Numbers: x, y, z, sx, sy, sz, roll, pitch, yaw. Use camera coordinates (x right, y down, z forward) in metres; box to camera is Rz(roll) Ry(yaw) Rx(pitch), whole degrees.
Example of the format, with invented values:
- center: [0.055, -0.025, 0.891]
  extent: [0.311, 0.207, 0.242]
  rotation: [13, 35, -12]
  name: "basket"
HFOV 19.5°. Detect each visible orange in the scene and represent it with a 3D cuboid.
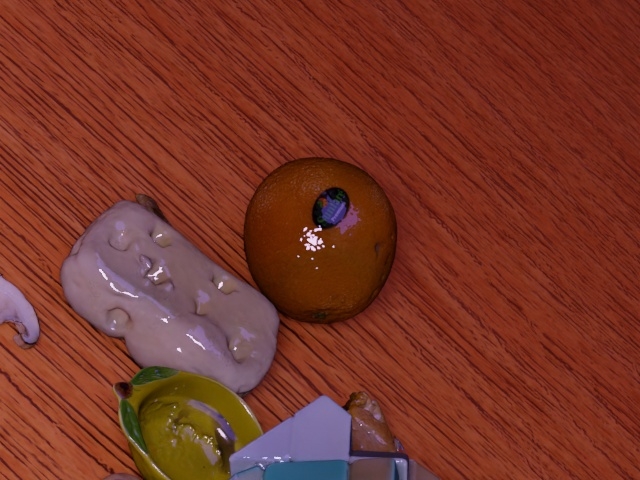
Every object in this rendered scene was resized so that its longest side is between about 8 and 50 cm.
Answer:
- center: [0.000, 0.000, 2.240]
  extent: [0.206, 0.206, 0.206]
  rotation: [22, 44, -22]
  name: "orange"

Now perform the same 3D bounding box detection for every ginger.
- center: [-0.197, -0.019, 2.221]
  extent: [0.048, 0.030, 0.097]
  rotation: [-15, 64, -47]
  name: "ginger"

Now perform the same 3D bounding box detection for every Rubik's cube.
- center: [-0.011, 0.297, 1.895]
  extent: [0.265, 0.224, 0.213]
  rotation: [-4, 43, 8]
  name: "Rubik's cube"

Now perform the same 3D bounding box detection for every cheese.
- center: [-0.166, 0.072, 2.120]
  extent: [0.263, 0.093, 0.159]
  rotation: [39, 41, -4]
  name: "cheese"

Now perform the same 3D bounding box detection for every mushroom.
- center: [-0.338, 0.076, 2.034]
  extent: [0.049, 0.019, 0.101]
  rotation: [-13, 61, -45]
  name: "mushroom"

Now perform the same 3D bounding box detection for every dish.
- center: [-0.148, 0.223, 2.008]
  extent: [0.207, 0.080, 0.149]
  rotation: [33, 46, -11]
  name: "dish"

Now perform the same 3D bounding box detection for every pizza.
- center: [0.032, 0.249, 2.140]
  extent: [0.154, 0.069, 0.194]
  rotation: [27, 36, -17]
  name: "pizza"

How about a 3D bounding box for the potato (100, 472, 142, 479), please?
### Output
- center: [-0.198, 0.280, 1.940]
  extent: [0.083, 0.062, 0.068]
  rotation: [44, 51, -32]
  name: "potato"
